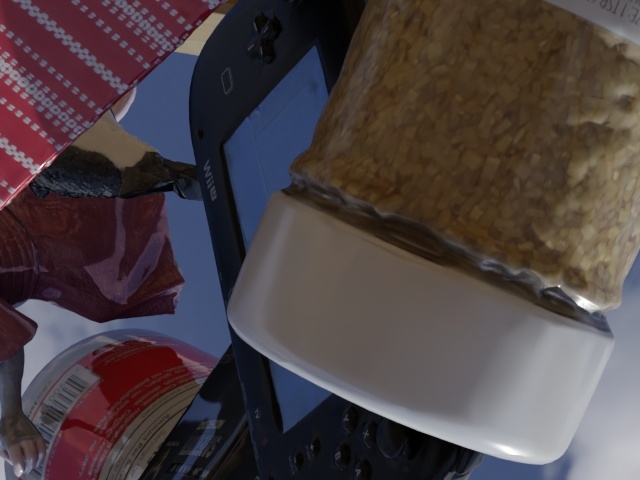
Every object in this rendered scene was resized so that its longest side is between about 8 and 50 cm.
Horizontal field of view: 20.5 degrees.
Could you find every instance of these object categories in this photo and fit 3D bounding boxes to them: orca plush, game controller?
[{"bbox_3d":[-0.182,-0.077,1.245,0.287,0.102,0.151,25,-130,28],"label":"orca plush"},{"bbox_3d":[0.000,0.000,0.906,0.067,0.166,0.319,13,-127,-40],"label":"game controller"}]

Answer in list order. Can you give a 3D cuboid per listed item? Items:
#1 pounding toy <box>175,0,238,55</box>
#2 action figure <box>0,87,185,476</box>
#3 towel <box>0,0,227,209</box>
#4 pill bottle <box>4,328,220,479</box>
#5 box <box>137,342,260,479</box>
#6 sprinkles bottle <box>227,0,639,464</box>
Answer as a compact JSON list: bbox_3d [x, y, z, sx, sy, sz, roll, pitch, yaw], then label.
[{"bbox_3d":[-0.080,-0.218,1.281,0.130,0.100,0.141,8,-111,-14],"label":"pounding toy"},{"bbox_3d":[-0.271,0.013,1.485,0.248,0.276,0.370,22,-151,31],"label":"action figure"},{"bbox_3d":[-0.167,-0.117,0.781,0.275,0.199,0.031,-40,-148,18],"label":"towel"},{"bbox_3d":[-0.085,0.222,1.458,0.229,0.229,0.407,-31,-155,-23],"label":"pill bottle"},{"bbox_3d":[-0.060,0.145,1.084,0.059,0.232,0.183,36,-103,-8],"label":"box"},{"bbox_3d":[0.091,-0.111,0.564,0.121,0.121,0.355,24,-86,18],"label":"sprinkles bottle"}]
